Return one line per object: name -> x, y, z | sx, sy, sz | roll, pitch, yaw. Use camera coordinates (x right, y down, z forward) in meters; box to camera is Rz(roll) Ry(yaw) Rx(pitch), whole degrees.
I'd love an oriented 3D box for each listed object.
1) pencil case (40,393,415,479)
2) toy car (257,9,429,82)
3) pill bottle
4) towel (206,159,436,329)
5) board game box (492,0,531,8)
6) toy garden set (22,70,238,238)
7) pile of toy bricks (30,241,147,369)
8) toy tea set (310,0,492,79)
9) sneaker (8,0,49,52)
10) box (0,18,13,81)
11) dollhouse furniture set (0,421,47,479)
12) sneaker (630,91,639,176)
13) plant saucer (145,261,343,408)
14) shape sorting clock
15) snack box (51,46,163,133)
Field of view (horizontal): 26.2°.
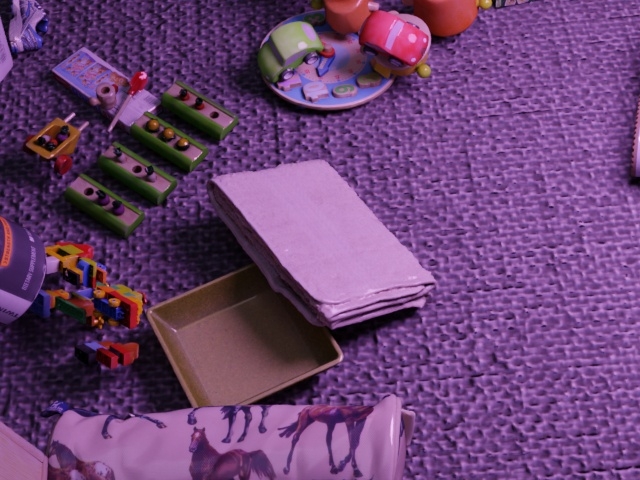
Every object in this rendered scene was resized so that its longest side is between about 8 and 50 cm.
pencil case -> -0.099, 0.250, 1.499 | 0.410, 0.160, 0.183 | -2, 34, 4
toy car -> 0.004, -0.299, 1.902 | 0.225, 0.053, 0.239 | -33, 69, 10
pill bottle -> -0.457, 0.006, 1.630 | 0.130, 0.245, 0.130 | -18, 59, 33
towel -> 0.000, 0.000, 1.730 | 0.187, 0.049, 0.282 | -11, 46, -34
board game box -> 0.371, -0.428, 2.079 | 0.259, 0.030, 0.136 | -12, 53, -3
toy garden set -> -0.267, -0.147, 1.884 | 0.203, 0.049, 0.244 | 32, 62, 17
pile of toy bricks -> -0.269, 0.076, 1.710 | 0.105, 0.118, 0.212 | -14, 27, -41
toy tea set -> 0.078, -0.364, 2.001 | 0.336, 0.124, 0.200 | 41, 83, 23
sneaker -> -0.439, -0.338, 2.084 | 0.058, 0.052, 0.135 | 0, 58, -6
box -> -0.620, -0.357, 1.995 | 0.322, 0.232, 0.058 | 13, 49, 15
dollhouse furniture set -> -0.506, 0.281, 1.342 | 0.394, 0.256, 0.362 | -19, 49, 16
sneaker -> 0.507, -0.196, 1.831 | 0.153, 0.099, 0.282 | 7, 59, 17
plant saucer -> -0.092, 0.126, 1.672 | 0.188, 0.045, 0.188 | -23, 52, -13
shape sorting clock -> 0.013, -0.265, 1.977 | 0.206, 0.040, 0.206 | -3, 52, 4
snack box -> -0.309, -0.218, 1.985 | 0.178, 0.022, 0.064 | 36, 64, 29
